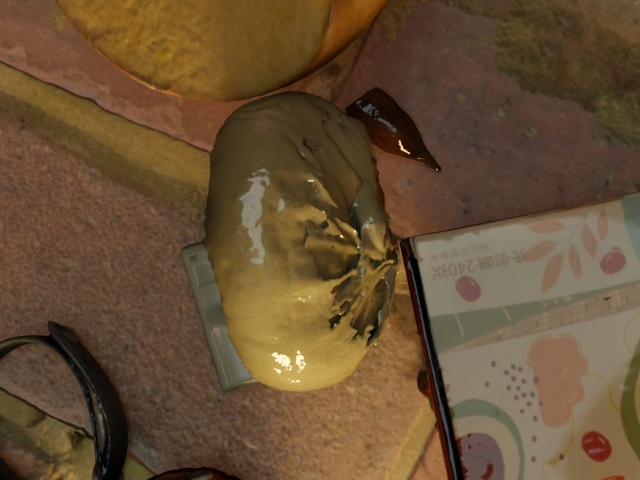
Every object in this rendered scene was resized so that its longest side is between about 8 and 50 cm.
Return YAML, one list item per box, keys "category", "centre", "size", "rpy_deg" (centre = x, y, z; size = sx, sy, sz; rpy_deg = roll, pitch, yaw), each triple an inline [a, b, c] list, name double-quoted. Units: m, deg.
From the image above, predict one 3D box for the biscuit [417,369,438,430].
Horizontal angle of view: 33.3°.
- category: "biscuit"
  centre: [0.166, 0.149, 1.090]
  size: [0.119, 0.019, 0.130]
  rpy_deg: [39, 94, 9]

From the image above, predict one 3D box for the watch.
- category: "watch"
  centre: [-0.297, 0.205, 1.142]
  size: [0.206, 0.068, 0.193]
  rpy_deg: [45, 96, 10]

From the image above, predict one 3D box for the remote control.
- category: "remote control"
  centre: [-0.100, 0.075, 1.132]
  size: [0.061, 0.029, 0.162]
  rpy_deg: [-19, 84, 7]

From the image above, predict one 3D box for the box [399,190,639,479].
- category: "box"
  centre: [0.297, 0.129, 1.007]
  size: [0.385, 0.122, 0.344]
  rpy_deg: [-11, 86, 4]

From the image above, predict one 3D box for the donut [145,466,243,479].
- category: "donut"
  centre: [-0.124, 0.349, 1.092]
  size: [0.216, 0.096, 0.230]
  rpy_deg: [-46, 82, 7]

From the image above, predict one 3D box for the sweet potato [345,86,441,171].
- category: "sweet potato"
  centre: [0.080, -0.110, 1.106]
  size: [0.117, 0.049, 0.049]
  rpy_deg: [41, 94, -2]

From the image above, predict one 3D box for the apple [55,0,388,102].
- category: "apple"
  centre: [-0.076, -0.281, 1.022]
  size: [0.309, 0.252, 0.314]
  rpy_deg: [38, 69, 11]

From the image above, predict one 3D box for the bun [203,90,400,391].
- category: "bun"
  centre: [0.000, 0.000, 0.991]
  size: [0.146, 0.287, 0.287]
  rpy_deg: [-3, 87, 16]
